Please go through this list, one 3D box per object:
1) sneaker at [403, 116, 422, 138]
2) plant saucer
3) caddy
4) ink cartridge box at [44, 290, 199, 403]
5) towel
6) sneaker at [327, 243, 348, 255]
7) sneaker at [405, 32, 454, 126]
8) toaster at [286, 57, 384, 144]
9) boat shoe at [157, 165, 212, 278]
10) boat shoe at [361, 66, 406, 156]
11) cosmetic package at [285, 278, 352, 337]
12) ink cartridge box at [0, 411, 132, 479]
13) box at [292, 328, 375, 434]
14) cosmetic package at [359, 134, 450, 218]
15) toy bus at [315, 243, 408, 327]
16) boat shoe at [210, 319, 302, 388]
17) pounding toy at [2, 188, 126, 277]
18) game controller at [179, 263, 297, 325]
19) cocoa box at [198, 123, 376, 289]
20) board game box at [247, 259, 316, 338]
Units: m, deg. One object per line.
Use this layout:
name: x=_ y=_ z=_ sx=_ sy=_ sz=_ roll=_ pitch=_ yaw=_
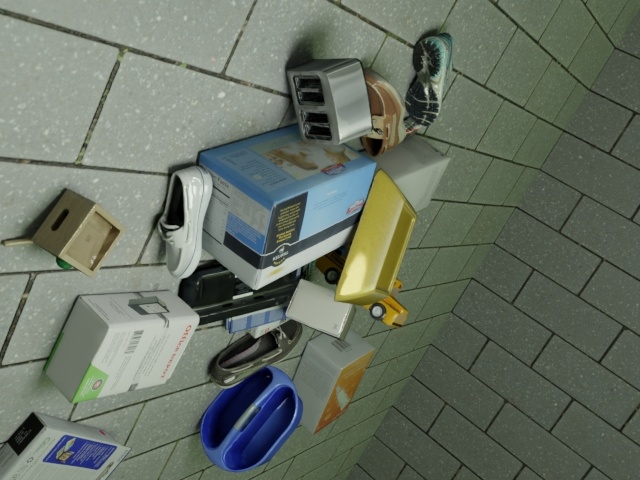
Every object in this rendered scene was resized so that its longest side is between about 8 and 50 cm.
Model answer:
sneaker: x=0.240 y=-0.314 z=1.991 sx=0.158 sy=0.061 sz=0.064 roll=-21 pitch=148 yaw=-45
plant saucer: x=0.158 y=0.015 z=1.721 sx=0.333 sy=0.081 sz=0.332 roll=26 pitch=83 yaw=-74
caddy: x=-0.211 y=0.547 z=2.100 sx=0.341 sy=0.241 sz=0.179 roll=-51 pitch=161 yaw=-7
ink cartridge box: x=-0.423 y=0.223 z=1.480 sx=0.273 sy=0.115 sz=0.198 roll=3 pitch=120 yaw=-60
towel: x=-0.155 y=0.127 z=1.822 sx=0.209 sy=0.034 sz=0.284 roll=-13 pitch=136 yaw=-23
sneaker: x=0.000 y=0.000 z=1.869 sx=0.209 sy=0.069 sz=0.082 roll=12 pitch=91 yaw=-46
sneaker: x=0.323 y=-0.448 z=1.908 sx=0.122 sy=0.110 sz=0.283 roll=-40 pitch=152 yaw=-33
toaster: x=0.024 y=-0.297 z=1.461 sx=0.110 sy=0.186 sz=0.167 roll=-29 pitch=118 yaw=-33
boat shoe: x=-0.298 y=-0.034 z=1.418 sx=0.084 sy=0.095 sz=0.258 roll=-13 pitch=123 yaw=-48
boat shoe: x=0.145 y=-0.316 z=1.761 sx=0.116 sy=0.123 sz=0.324 roll=-47 pitch=152 yaw=-8
cosmetic package: x=0.009 y=0.204 z=1.938 sx=0.309 sy=0.160 sz=0.113 roll=73 pitch=39 yaw=-79
ink cartridge box: x=-0.605 y=0.517 z=1.600 sx=0.175 sy=0.069 sz=0.371 roll=-50 pitch=152 yaw=-9
box: x=0.028 y=0.512 z=2.531 sx=0.215 sy=0.168 sz=0.345 roll=-22 pitch=140 yaw=-48
cosmetic package: x=0.200 y=-0.165 z=1.991 sx=0.366 sy=0.155 sz=0.196 roll=-22 pitch=144 yaw=-46
toy bus: x=0.123 y=0.117 z=2.009 sx=0.130 sy=0.333 sz=0.108 roll=-54 pitch=154 yaw=3
boat shoe: x=-0.177 y=0.317 z=2.015 sx=0.335 sy=0.112 sz=0.095 roll=-32 pitch=151 yaw=-31
pounding toy: x=-0.447 y=-0.008 z=1.200 sx=0.141 sy=0.100 sz=0.130 roll=-59 pitch=156 yaw=-14
game controller: x=-0.200 y=0.118 z=1.709 sx=0.319 sy=0.067 sz=0.166 roll=-12 pitch=122 yaw=-30
cocoa box: x=-0.083 y=-0.092 z=1.522 sx=0.347 sy=0.231 sz=0.227 roll=-26 pitch=142 yaw=-44
board game box: x=-0.106 y=0.126 z=1.960 sx=0.193 sy=0.053 sz=0.305 roll=-25 pitch=142 yaw=-43
